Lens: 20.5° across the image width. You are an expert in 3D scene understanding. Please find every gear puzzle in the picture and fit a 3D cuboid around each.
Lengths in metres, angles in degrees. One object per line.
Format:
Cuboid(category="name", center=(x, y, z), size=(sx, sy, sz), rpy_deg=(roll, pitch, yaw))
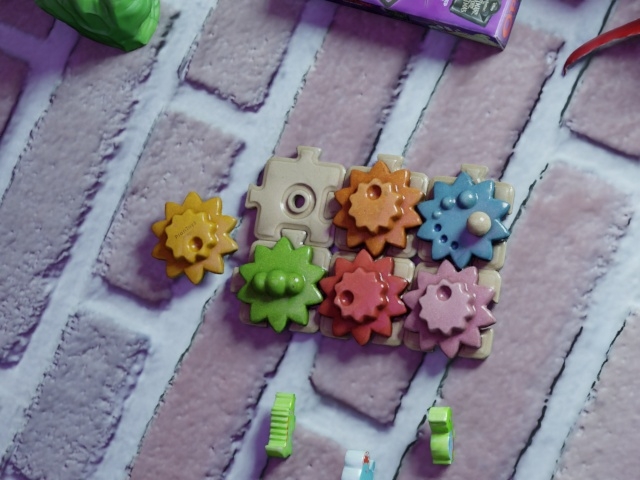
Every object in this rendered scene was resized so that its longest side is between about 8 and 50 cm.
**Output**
Cuboid(category="gear puzzle", center=(0.000, 0.000, 1.587), size=(0.338, 0.044, 0.176), rpy_deg=(7, 82, 20))

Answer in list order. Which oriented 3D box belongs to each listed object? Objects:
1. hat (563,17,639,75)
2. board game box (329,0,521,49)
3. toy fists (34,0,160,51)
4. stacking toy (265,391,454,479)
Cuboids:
Cuboid(category="hat", center=(0.338, -0.244, 1.531), size=(0.208, 0.183, 0.173), rpy_deg=(-5, 88, -26))
Cuboid(category="board game box", center=(0.126, -0.365, 1.616), size=(0.208, 0.056, 0.347), rpy_deg=(18, 85, 16))
Cuboid(category="toy fists", center=(-0.278, -0.278, 1.681), size=(0.279, 0.142, 0.096), rpy_deg=(29, 90, 21))
Cuboid(category="stacking toy", center=(0.026, 0.244, 1.528), size=(0.167, 0.052, 0.221), rpy_deg=(2, 80, 19))
